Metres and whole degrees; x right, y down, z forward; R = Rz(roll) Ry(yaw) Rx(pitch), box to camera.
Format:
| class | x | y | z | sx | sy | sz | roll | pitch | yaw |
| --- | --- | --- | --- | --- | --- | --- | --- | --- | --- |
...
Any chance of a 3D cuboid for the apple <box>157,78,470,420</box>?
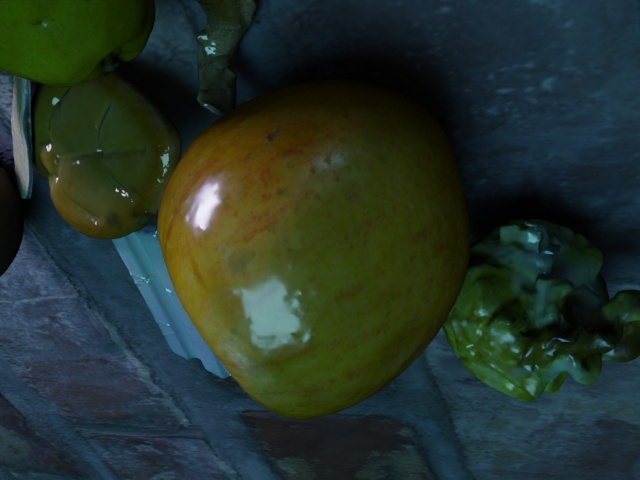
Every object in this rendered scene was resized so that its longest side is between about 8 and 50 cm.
| class | x | y | z | sx | sy | sz | roll | pitch | yaw |
| --- | --- | --- | --- | --- | --- | --- | --- | --- | --- |
| apple | 0.000 | 0.000 | 0.669 | 0.275 | 0.299 | 0.299 | -32 | 127 | -9 |

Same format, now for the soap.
| class | x | y | z | sx | sy | sz | roll | pitch | yaw |
| --- | --- | --- | --- | --- | --- | --- | --- | --- | --- |
| soap | -0.139 | 0.060 | 0.927 | 0.173 | 0.095 | 0.289 | 4 | 135 | 21 |

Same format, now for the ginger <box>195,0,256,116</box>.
| class | x | y | z | sx | sy | sz | roll | pitch | yaw |
| --- | --- | --- | --- | --- | --- | --- | --- | --- | --- |
| ginger | -0.102 | -0.243 | 0.627 | 0.089 | 0.075 | 0.288 | -3 | 131 | -7 |

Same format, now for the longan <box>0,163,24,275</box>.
| class | x | y | z | sx | sy | sz | roll | pitch | yaw |
| --- | --- | --- | --- | --- | --- | --- | --- | --- | --- |
| longan | -0.479 | -0.028 | 0.913 | 0.198 | 0.198 | 0.212 | 21 | 140 | 1 |

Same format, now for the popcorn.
| class | x | y | z | sx | sy | sz | roll | pitch | yaw |
| --- | --- | --- | --- | --- | --- | --- | --- | --- | --- |
| popcorn | 0.231 | 0.068 | 0.717 | 0.213 | 0.198 | 0.197 | 18 | 143 | 40 |

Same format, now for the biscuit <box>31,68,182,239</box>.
| class | x | y | z | sx | sy | sz | roll | pitch | yaw |
| --- | --- | --- | --- | --- | --- | --- | --- | --- | --- |
| biscuit | -0.243 | -0.098 | 0.780 | 0.260 | 0.041 | 0.202 | 2 | 102 | 40 |

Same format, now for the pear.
| class | x | y | z | sx | sy | sz | roll | pitch | yaw |
| --- | --- | --- | --- | --- | --- | --- | --- | --- | --- |
| pear | -0.250 | -0.253 | 0.580 | 0.213 | 0.212 | 0.269 | -16 | 120 | 33 |

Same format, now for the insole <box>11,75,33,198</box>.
| class | x | y | z | sx | sy | sz | roll | pitch | yaw |
| --- | --- | --- | --- | --- | --- | --- | --- | --- | --- |
| insole | -0.355 | -0.141 | 0.838 | 0.011 | 0.081 | 0.247 | -11 | 144 | -30 |
